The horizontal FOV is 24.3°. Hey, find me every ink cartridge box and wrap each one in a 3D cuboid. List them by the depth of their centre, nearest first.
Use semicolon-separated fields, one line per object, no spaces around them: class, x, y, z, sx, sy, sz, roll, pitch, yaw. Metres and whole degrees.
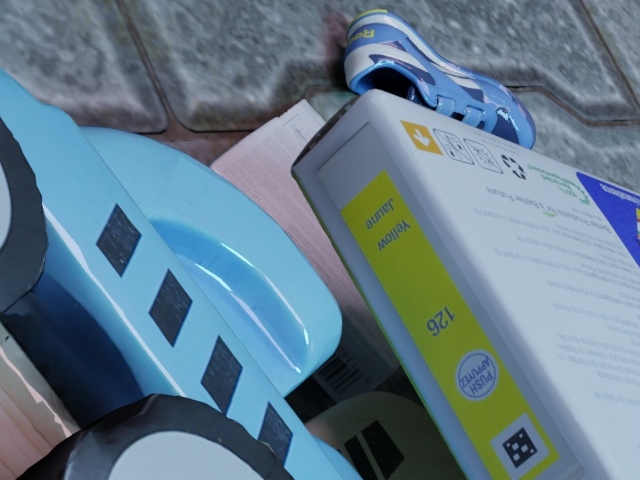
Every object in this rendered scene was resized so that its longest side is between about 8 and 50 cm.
ink cartridge box;0.161;0.089;0.670;0.303;0.072;0.307;16;39;-49
ink cartridge box;0.000;0.000;0.838;0.145;0.045;0.179;48;20;-2

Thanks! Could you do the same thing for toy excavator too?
toy excavator;-0.033;0.101;0.597;0.433;0.222;0.445;52;29;1

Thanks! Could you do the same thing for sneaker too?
sneaker;0.073;-0.087;0.956;0.144;0.053;0.059;30;42;-12
